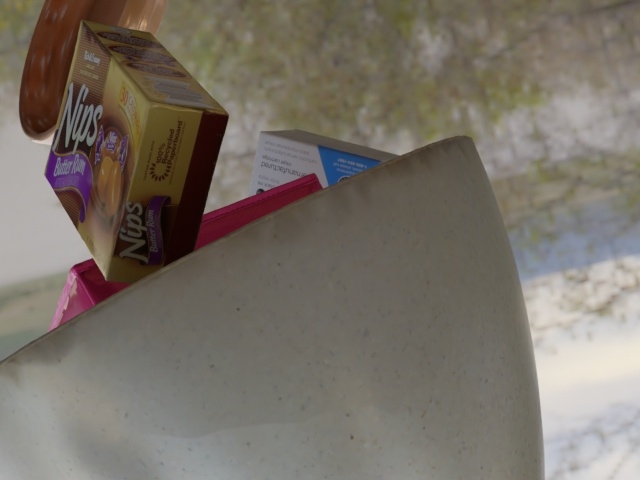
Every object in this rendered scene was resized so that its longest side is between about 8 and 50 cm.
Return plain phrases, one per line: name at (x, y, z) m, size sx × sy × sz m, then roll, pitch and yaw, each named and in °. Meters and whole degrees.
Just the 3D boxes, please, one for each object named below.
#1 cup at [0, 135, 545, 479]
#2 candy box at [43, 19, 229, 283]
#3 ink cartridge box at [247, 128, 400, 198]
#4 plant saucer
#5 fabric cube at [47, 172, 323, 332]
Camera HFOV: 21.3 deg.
cup at (-0.007, 0.123, 0.934) m, size 0.331 × 0.237 × 0.331 m, roll -29°, pitch 175°, yaw -3°
candy box at (-0.114, -0.056, 1.018) m, size 0.053 × 0.109 × 0.187 m, roll 8°, pitch -162°, yaw -24°
ink cartridge box at (0.000, 0.000, 1.749) m, size 0.148 × 0.203 × 0.086 m, roll 15°, pitch -169°, yaw 26°
plant saucer at (-0.161, -0.160, 1.244) m, size 0.037 × 0.200 × 0.200 m, roll 21°, pitch 164°, yaw -27°
fabric cube at (-0.076, 0.143, 1.497) m, size 0.254 × 0.258 × 0.259 m, roll -24°, pitch 161°, yaw -28°
